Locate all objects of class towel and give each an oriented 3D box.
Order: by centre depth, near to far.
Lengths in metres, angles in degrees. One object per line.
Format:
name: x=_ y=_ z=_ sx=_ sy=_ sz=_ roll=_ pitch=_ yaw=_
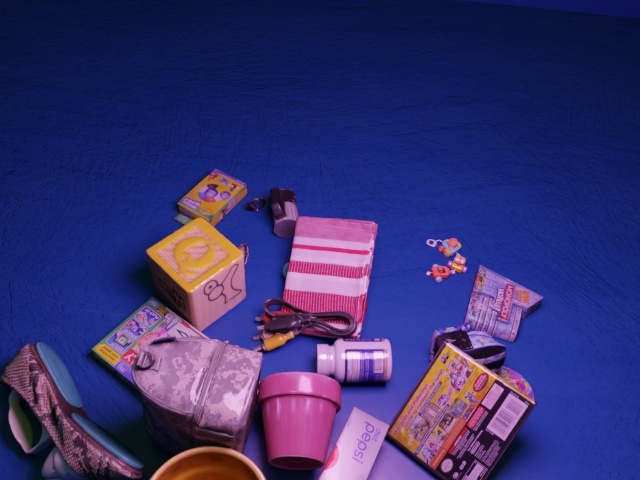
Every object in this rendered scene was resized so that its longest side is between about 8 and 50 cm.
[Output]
towel: x=0.018 y=0.096 z=1.760 sx=0.237 sy=0.037 sz=0.329 roll=4 pitch=74 yaw=20

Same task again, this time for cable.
cable: x=-0.045 y=0.215 z=1.715 sx=0.287 sy=0.072 sz=0.139 roll=-6 pitch=55 yaw=7

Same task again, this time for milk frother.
milk frother: x=-0.145 y=-0.080 z=1.993 sx=0.143 sy=0.129 sz=0.135 roll=-33 pitch=45 yaw=24

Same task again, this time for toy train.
toy train: x=0.376 y=0.048 z=1.943 sx=0.125 sy=0.046 sz=0.166 roll=2 pitch=50 yaw=-3

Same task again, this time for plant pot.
plant pot: x=-0.225 y=0.583 z=1.309 sx=0.254 sy=0.239 sz=0.254 roll=2 pitch=49 yaw=-3
plant pot: x=-0.052 y=0.423 z=1.495 sx=0.201 sy=0.201 sz=0.180 roll=3 pitch=58 yaw=-2

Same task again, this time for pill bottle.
pill bottle: x=0.083 y=0.307 z=1.654 sx=0.186 sy=0.112 sz=0.112 roll=1 pitch=49 yaw=-3

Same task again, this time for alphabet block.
alphabet block: x=-0.330 y=0.094 z=1.749 sx=0.193 sy=0.197 sz=0.192 roll=36 pitch=56 yaw=24

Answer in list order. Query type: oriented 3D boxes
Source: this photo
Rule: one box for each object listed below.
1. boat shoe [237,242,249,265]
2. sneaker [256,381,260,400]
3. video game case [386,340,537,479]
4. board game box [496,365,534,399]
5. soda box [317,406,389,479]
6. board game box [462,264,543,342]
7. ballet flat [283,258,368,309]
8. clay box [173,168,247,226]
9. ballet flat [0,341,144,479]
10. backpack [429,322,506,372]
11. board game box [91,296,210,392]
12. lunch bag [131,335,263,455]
boat shoe: x=-0.237 y=0.063 z=1.887 sx=0.046 sy=0.038 sz=0.125 roll=13 pitch=49 yaw=7
sneaker: x=-0.168 y=0.365 z=1.621 sx=0.161 sy=0.057 sz=0.075 roll=-16 pitch=56 yaw=-15
video game case: x=0.325 y=0.419 z=1.523 sx=0.248 sy=0.035 sz=0.275 roll=34 pitch=95 yaw=22
board game box: x=0.472 y=0.390 z=1.665 sx=0.133 sy=0.033 sz=0.168 roll=37 pitch=57 yaw=25
soda box: x=0.054 y=0.531 z=1.467 sx=0.098 sy=0.091 sz=0.286 roll=26 pitch=52 yaw=9
board game box: x=0.519 y=0.183 z=1.829 sx=0.194 sy=0.060 sz=0.194 roll=17 pitch=50 yaw=11
ballet flat: x=0.026 y=0.117 z=1.825 sx=0.280 sy=0.095 sz=0.096 roll=28 pitch=20 yaw=22
clay box: x=-0.346 y=-0.124 z=2.030 sx=0.127 sy=0.053 sz=0.222 roll=26 pitch=52 yaw=18
ballet flat: x=-0.595 y=0.433 z=1.488 sx=0.483 sy=0.164 sz=0.182 roll=36 pitch=77 yaw=31
backpack: x=0.380 y=0.290 z=1.659 sx=0.173 sy=0.158 sz=0.117 roll=-11 pitch=43 yaw=-6
board game box: x=-0.396 y=0.304 z=1.663 sx=0.317 sy=0.046 sz=0.213 roll=31 pitch=53 yaw=20
lunch bag: x=-0.273 y=0.347 z=1.411 sx=0.256 sy=0.305 sz=0.213 roll=13 pitch=52 yaw=-1
